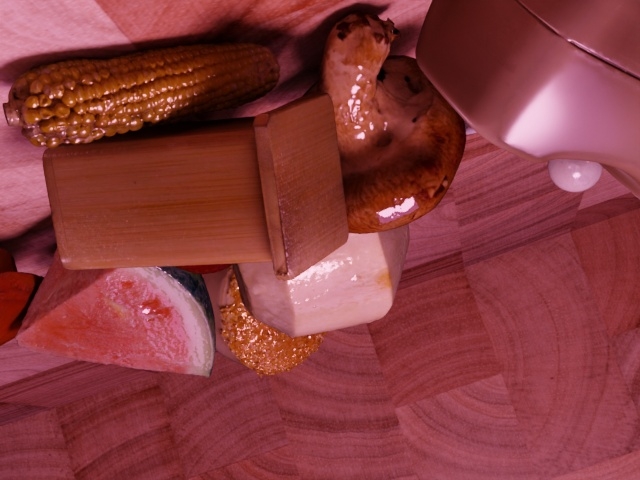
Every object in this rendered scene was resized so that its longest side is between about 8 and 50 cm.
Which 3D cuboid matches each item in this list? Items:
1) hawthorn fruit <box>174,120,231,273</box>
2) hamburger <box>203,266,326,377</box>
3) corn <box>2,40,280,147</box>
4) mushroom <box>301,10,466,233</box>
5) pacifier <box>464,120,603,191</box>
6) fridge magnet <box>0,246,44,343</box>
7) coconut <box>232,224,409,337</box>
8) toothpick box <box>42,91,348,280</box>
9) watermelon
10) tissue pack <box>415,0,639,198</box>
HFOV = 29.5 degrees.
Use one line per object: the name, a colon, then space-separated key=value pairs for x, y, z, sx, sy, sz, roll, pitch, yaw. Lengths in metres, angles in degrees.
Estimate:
hawthorn fruit: x=-0.154 y=-0.063 z=1.608 sx=0.208 sy=0.208 sz=0.248 roll=-10 pitch=175 yaw=-33
hamburger: x=-0.095 y=0.114 z=2.342 sx=0.179 sy=0.276 sz=0.294 roll=-1 pitch=-138 yaw=40
corn: x=-0.198 y=-0.169 z=1.361 sx=0.320 sy=0.097 sz=0.097 roll=-14 pitch=168 yaw=-25
mushroom: x=0.047 y=-0.147 z=1.552 sx=0.267 sy=0.254 sz=0.267 roll=-36 pitch=-167 yaw=10
pacifier: x=0.355 y=-0.180 z=1.833 sx=0.287 sy=0.226 sz=0.238 roll=-19 pitch=-173 yaw=10
fridge magnet: x=-0.598 y=0.111 z=1.870 sx=0.363 sy=0.155 sz=0.363 roll=-17 pitch=168 yaw=-4
coconut: x=0.000 y=0.000 z=1.965 sx=0.323 sy=0.323 sz=0.323 roll=-17 pitch=168 yaw=-4
toothpick box: x=-0.149 y=-0.059 z=1.427 sx=0.308 sy=0.187 sz=0.190 roll=-3 pitch=-165 yaw=22
watermelon: x=-0.286 y=0.095 z=1.844 sx=0.292 sy=0.250 sz=0.283 roll=-56 pitch=155 yaw=-12
tissue pack: x=0.325 y=-0.218 z=1.330 sx=0.387 sy=0.267 sz=0.277 roll=15 pitch=122 yaw=-34
